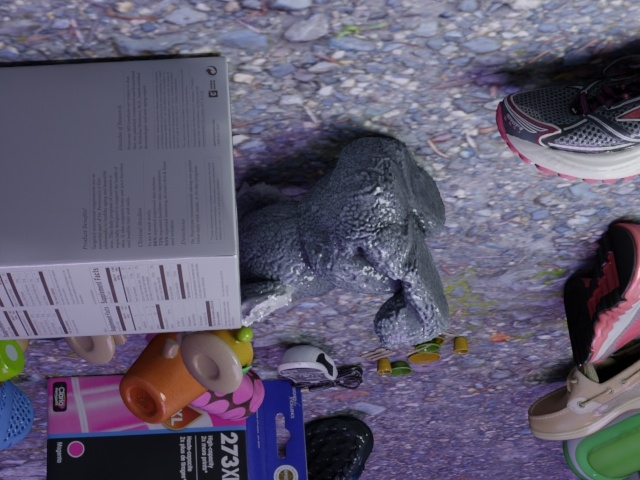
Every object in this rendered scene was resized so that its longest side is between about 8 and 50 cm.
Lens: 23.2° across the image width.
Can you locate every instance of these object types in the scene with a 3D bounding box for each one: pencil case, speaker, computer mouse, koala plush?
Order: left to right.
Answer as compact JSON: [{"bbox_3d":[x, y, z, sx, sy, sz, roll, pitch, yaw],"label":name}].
[{"bbox_3d":[-0.158,0.180,2.113,0.095,0.098,0.209,-52,149,-2],"label":"pencil case"},{"bbox_3d":[-0.009,0.177,2.192,0.106,0.042,0.193,-4,163,12],"label":"computer mouse"},{"bbox_3d":[0.000,0.000,1.608,0.221,0.196,0.203,-12,145,19],"label":"koala plush"},{"bbox_3d":[0.508,0.294,2.445,0.131,0.131,0.296,7,155,-25],"label":"speaker"}]

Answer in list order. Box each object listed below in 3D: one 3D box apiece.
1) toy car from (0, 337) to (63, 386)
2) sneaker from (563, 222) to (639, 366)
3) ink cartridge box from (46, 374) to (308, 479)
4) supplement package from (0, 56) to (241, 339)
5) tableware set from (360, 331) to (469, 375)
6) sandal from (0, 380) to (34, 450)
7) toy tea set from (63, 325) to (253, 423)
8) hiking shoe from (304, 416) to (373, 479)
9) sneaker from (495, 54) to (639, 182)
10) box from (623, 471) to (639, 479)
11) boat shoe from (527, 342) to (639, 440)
[{"bbox_3d":[-0.405,0.138,1.925,0.155,0.149,0.188,-27,161,23],"label":"toy car"},{"bbox_3d":[0.394,0.077,1.925,0.136,0.116,0.314,-2,157,-9],"label":"sneaker"},{"bbox_3d":[-0.205,0.279,2.225,0.371,0.176,0.069,-1,156,-7],"label":"ink cartridge box"},{"bbox_3d":[-0.209,-0.034,1.449,0.262,0.199,0.198,-3,158,-3],"label":"supplement package"},{"bbox_3d":[0.141,0.165,2.208,0.154,0.024,0.104,-22,151,36],"label":"tableware set"},{"bbox_3d":[-0.479,0.205,2.082,0.138,0.126,0.317,-19,155,22],"label":"sandal"},{"bbox_3d":[-0.161,0.095,1.881,0.336,0.200,0.124,-27,-168,46],"label":"toy tea set"},{"bbox_3d":[0.023,0.357,2.583,0.132,0.113,0.304,-26,165,-35],"label":"hiking shoe"},{"bbox_3d":[0.311,-0.133,1.442,0.299,0.121,0.112,-6,128,6],"label":"sneaker"},{"bbox_3d":[0.683,0.501,2.511,0.297,0.480,0.472,8,154,-22],"label":"box"},{"bbox_3d":[0.413,0.208,2.279,0.302,0.109,0.098,-26,109,43],"label":"boat shoe"}]
